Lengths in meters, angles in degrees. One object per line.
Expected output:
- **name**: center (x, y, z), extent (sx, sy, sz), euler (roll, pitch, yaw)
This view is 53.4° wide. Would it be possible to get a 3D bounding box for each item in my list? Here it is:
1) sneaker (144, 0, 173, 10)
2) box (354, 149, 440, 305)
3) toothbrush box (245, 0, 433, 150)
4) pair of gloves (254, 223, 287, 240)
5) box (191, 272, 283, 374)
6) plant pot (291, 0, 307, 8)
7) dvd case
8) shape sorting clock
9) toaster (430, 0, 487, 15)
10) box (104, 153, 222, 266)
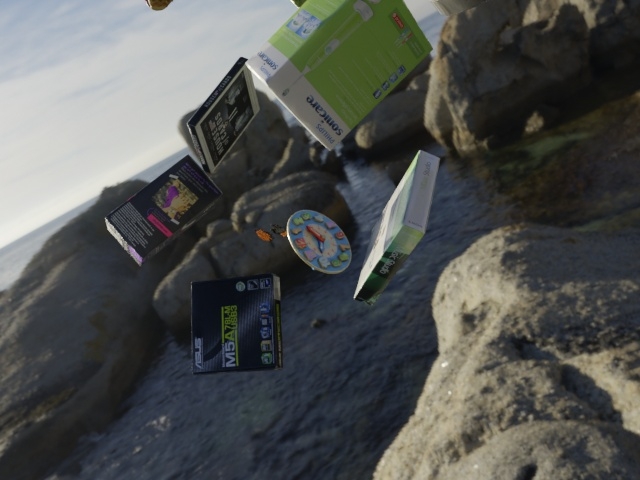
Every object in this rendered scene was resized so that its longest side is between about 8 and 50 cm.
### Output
- **sneaker**: center (-0.258, -0.441, 0.947), extent (0.084, 0.185, 0.070), euler (19, 26, 37)
- **box**: center (0.174, -0.022, 1.476), extent (0.322, 0.059, 0.232), euler (114, 175, -53)
- **toothbrush box**: center (0.038, -0.349, 1.206), extent (0.283, 0.206, 0.122), euler (-45, 41, 5)
- **pair of gloves**: center (-0.142, -0.022, 1.855), extent (0.083, 0.074, 0.010), euler (-19, 54, 24)
- **box**: center (-0.169, 0.169, 1.274), extent (0.184, 0.190, 0.045), euler (-6, -13, 15)
- **plant pot**: center (0.074, -0.792, 1.910), extent (0.254, 0.276, 0.276), euler (-48, 1, 32)
- **dvd case**: center (-0.233, -0.306, 1.567), extent (0.030, 0.179, 0.238), euler (22, 63, 17)
- **shape sorting clock**: center (0.000, 0.000, 1.729), extent (0.040, 0.206, 0.206), euler (-47, -3, 42)
- **toaster**: center (0.332, -0.603, 1.429), extent (0.227, 0.129, 0.146), euler (-14, -1, 29)
- **box**: center (-0.412, -0.077, 1.679), extent (0.270, 0.143, 0.165), euler (-41, 4, -19)
